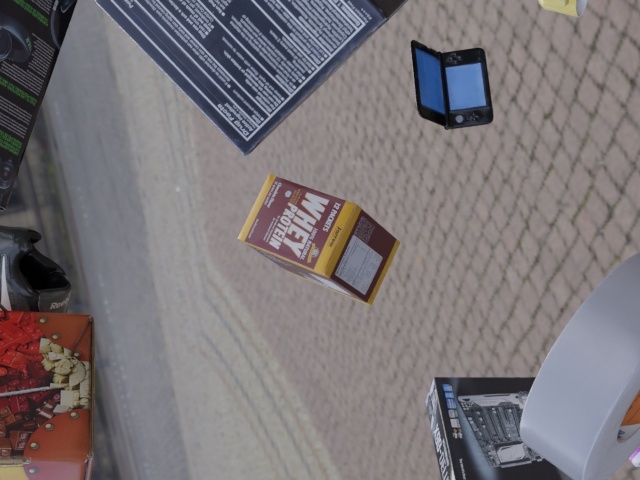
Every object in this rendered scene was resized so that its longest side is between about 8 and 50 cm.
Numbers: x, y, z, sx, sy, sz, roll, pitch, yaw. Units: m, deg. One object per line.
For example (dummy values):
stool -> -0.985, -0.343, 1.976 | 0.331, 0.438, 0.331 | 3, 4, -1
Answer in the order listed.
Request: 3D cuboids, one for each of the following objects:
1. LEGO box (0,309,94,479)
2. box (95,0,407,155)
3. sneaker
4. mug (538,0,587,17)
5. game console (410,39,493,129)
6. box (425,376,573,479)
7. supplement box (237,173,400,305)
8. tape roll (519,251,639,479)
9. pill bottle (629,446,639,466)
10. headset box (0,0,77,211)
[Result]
LEGO box -> -0.451, 0.314, 1.049 | 0.193, 0.372, 0.500 | -105, 25, -49
box -> -0.083, -0.330, 1.287 | 0.296, 0.183, 0.294 | 46, 125, -7
sneaker -> -0.318, 0.081, 1.076 | 0.078, 0.106, 0.234 | -70, -30, -59
mug -> 0.365, -0.375, 1.476 | 0.064, 0.078, 0.062 | 13, 90, 29
game console -> 0.190, -0.229, 1.403 | 0.071, 0.107, 0.122 | 55, -151, -72
box -> 0.312, 0.361, 1.537 | 0.077, 0.242, 0.307 | 101, 168, -46
supplement box -> 0.000, 0.000, 1.702 | 0.191, 0.129, 0.194 | 21, 171, 32
tape roll -> 0.280, 0.121, 0.906 | 0.072, 0.219, 0.219 | 35, 142, 32
pill bottle -> 0.331, 0.199, 1.052 | 0.083, 0.043, 0.043 | 55, 155, 33
headset box -> -0.417, -0.180, 1.009 | 0.131, 0.246, 0.283 | 38, -115, -64
